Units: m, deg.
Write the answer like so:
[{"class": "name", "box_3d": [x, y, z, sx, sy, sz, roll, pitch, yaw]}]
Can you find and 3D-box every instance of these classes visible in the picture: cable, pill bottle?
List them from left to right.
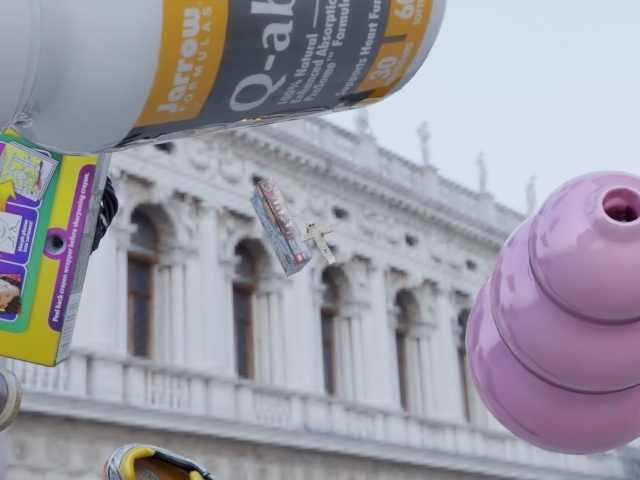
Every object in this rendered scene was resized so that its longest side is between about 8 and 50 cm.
[{"class": "cable", "box_3d": [-0.412, -0.061, 1.848, 0.184, 0.151, 0.047, 28, 8, -17]}, {"class": "pill bottle", "box_3d": [-0.081, -0.128, 0.583, 0.278, 0.162, 0.162, -16, -7, -40]}]

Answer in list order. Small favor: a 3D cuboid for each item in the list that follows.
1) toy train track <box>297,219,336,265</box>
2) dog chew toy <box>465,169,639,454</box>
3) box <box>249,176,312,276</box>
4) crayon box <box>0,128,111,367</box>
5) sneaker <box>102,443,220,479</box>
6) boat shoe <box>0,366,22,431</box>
[{"class": "toy train track", "box_3d": [0.000, 0.000, 1.521, 0.048, 0.083, 0.014, -20, -42, -11]}, {"class": "dog chew toy", "box_3d": [0.240, 0.058, 1.052, 0.206, 0.207, 0.332, -3, -31, 0]}, {"class": "box", "box_3d": [-0.060, -0.020, 1.765, 0.027, 0.137, 0.094, -24, -7, -16]}, {"class": "crayon box", "box_3d": [-0.503, -0.023, 1.764, 0.313, 0.363, 0.106, 13, 2, 1]}, {"class": "sneaker", "box_3d": [-0.125, 0.286, 1.231, 0.225, 0.088, 0.093, 29, -23, -5]}, {"class": "boat shoe", "box_3d": [-0.564, 0.179, 1.530, 0.342, 0.123, 0.123, 10, -12, 17]}]
